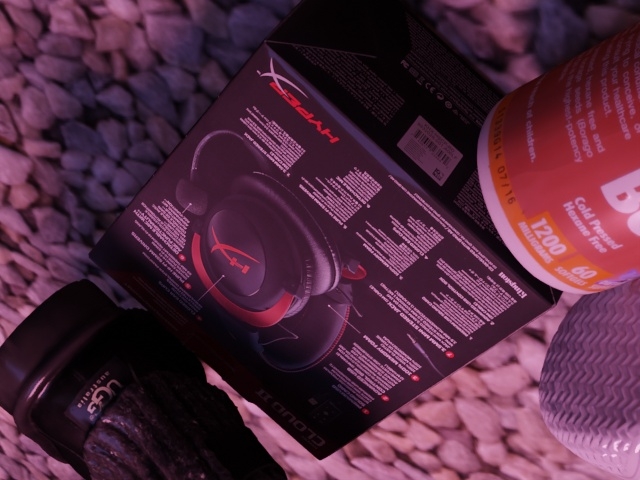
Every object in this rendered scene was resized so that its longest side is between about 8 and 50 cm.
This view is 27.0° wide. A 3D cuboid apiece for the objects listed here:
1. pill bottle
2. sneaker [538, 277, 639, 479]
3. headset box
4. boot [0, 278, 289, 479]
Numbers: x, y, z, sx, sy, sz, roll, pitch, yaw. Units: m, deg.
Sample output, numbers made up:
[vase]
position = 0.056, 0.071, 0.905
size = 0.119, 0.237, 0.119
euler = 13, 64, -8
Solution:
[pill bottle]
position = 0.191, -0.059, 0.656
size = 0.121, 0.121, 0.216
euler = 49, 138, -12
[sneaker]
position = 0.291, 0.111, 0.661
size = 0.210, 0.137, 0.366
euler = 29, 170, -27
[headset box]
position = 0.000, 0.000, 0.850
size = 0.218, 0.110, 0.293
euler = 42, 138, -4
[boot]
position = -0.083, 0.171, 0.933
size = 0.260, 0.131, 0.348
euler = 39, 176, 10
